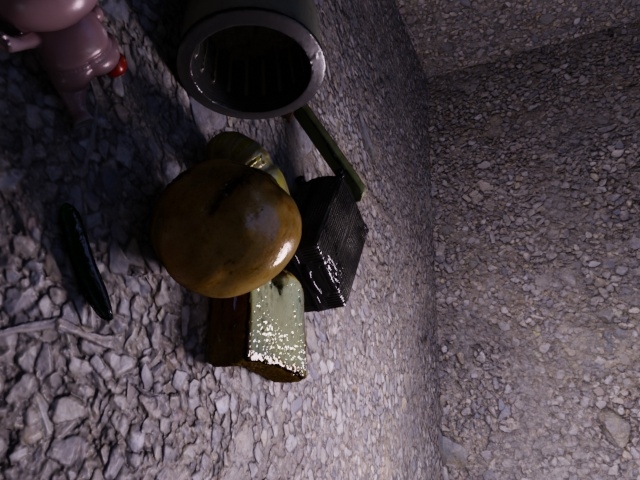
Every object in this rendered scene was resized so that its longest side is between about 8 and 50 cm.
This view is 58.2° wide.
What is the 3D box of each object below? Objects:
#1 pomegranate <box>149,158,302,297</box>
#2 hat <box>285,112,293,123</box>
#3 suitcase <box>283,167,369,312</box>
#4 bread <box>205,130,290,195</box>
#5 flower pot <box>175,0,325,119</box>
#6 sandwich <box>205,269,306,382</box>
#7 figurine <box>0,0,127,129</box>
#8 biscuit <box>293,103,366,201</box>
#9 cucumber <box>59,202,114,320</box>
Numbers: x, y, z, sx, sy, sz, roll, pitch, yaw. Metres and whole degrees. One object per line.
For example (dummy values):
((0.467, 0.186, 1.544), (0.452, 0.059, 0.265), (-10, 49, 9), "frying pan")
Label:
((-0.162, -0.021, 0.999), (0.260, 0.261, 0.260), (-10, 90, -67), "pomegranate")
((-0.095, -0.417, 1.541), (0.193, 0.082, 0.192), (-165, -90, -80), "hat")
((0.000, 0.000, 1.502), (0.229, 0.152, 0.335), (63, 30, -32), "suitcase")
((-0.157, -0.123, 1.172), (0.105, 0.213, 0.213), (-45, 131, -18), "bread")
((-0.147, -0.468, 1.208), (0.293, 0.294, 0.330), (45, 34, -53), "flower pot")
((-0.124, 0.159, 1.216), (0.273, 0.095, 0.248), (39, 46, -58), "sandwich")
((-0.375, -0.313, 0.809), (0.186, 0.176, 0.287), (46, -15, 32), "figurine")
((0.028, -0.246, 1.590), (0.322, 0.038, 0.099), (54, -15, 4), "biscuit")
((-0.345, 0.034, 0.841), (0.036, 0.033, 0.184), (-23, 103, -40), "cucumber")
